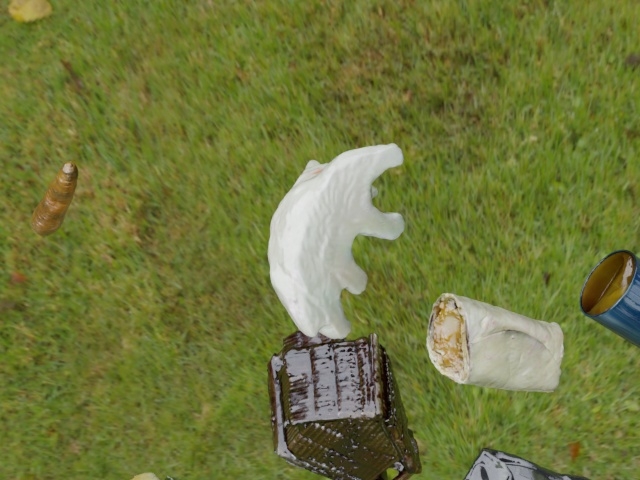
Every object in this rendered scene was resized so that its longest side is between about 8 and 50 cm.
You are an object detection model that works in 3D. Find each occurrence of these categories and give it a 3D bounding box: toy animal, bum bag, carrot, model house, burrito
[{"bbox_3d":[0.000,0.000,1.666,0.188,0.266,0.307,10,112,47],"label":"toy animal"},{"bbox_3d":[0.348,0.388,1.350,0.340,0.095,0.144,14,86,-12],"label":"bum bag"},{"bbox_3d":[-0.294,-0.048,1.087,0.036,0.165,0.035,13,60,-23],"label":"carrot"},{"bbox_3d":[0.067,0.282,1.842,0.297,0.282,0.317,12,44,-15],"label":"model house"},{"bbox_3d":[0.301,0.184,1.690,0.105,0.299,0.143,27,99,52],"label":"burrito"}]

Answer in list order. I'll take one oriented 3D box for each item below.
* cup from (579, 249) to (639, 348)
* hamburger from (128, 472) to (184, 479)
[{"bbox_3d":[0.478,0.097,1.417,0.138,0.150,0.113,31,82,-15],"label":"cup"},{"bbox_3d":[-0.155,0.330,0.896,0.135,0.207,0.155,0,112,-14],"label":"hamburger"}]
